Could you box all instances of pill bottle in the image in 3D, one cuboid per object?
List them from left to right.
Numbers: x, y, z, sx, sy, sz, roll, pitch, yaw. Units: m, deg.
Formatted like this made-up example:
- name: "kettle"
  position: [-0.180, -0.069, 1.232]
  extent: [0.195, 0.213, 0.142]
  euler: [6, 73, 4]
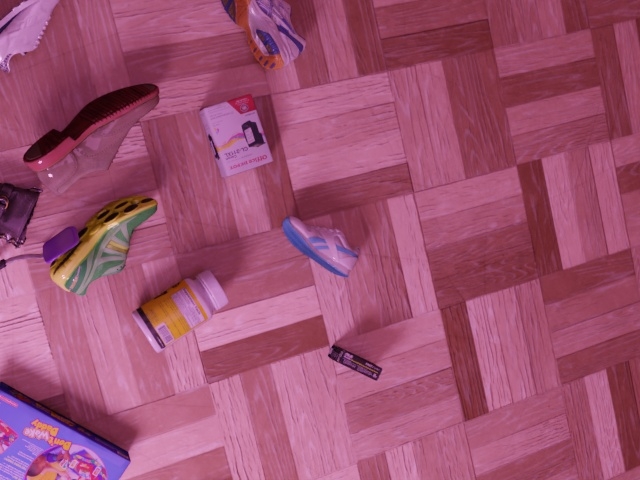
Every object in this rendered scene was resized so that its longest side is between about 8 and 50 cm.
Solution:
- name: "pill bottle"
  position: [-0.332, 0.165, 1.815]
  extent: [0.208, 0.119, 0.119]
  euler: [-33, 102, -15]

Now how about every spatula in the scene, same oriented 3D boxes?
- name: "spatula"
  position: [-0.688, 0.046, 1.720]
  extent: [0.296, 0.084, 0.030]
  euler: [-22, 132, -9]

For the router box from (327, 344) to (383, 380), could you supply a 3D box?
- name: "router box"
  position: [0.090, 0.318, 1.978]
  extent: [0.122, 0.092, 0.038]
  euler: [28, 83, -17]

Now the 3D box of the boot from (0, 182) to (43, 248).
- name: "boot"
  position: [-0.766, -0.042, 1.674]
  extent: [0.229, 0.091, 0.263]
  euler: [28, 81, -17]

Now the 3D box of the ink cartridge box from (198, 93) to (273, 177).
- name: "ink cartridge box"
  position: [-0.206, -0.255, 1.864]
  extent: [0.127, 0.072, 0.175]
  euler: [-22, 98, -17]

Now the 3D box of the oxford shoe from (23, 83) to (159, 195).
- name: "oxford shoe"
  position: [-0.509, -0.240, 1.760]
  extent: [0.348, 0.123, 0.130]
  euler: [-37, 129, -15]

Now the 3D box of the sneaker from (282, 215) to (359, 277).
- name: "sneaker"
  position: [0.000, 0.000, 1.945]
  extent: [0.228, 0.087, 0.092]
  euler: [37, 73, -23]

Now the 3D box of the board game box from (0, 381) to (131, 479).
- name: "board game box"
  position: [-0.651, 0.516, 1.742]
  extent: [0.347, 0.078, 0.233]
  euler: [36, 81, -17]

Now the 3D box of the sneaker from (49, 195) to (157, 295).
- name: "sneaker"
  position: [-0.496, 0.007, 1.776]
  extent: [0.295, 0.109, 0.123]
  euler: [-45, 130, -15]

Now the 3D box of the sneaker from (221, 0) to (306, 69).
- name: "sneaker"
  position: [-0.146, -0.571, 1.871]
  extent: [0.131, 0.112, 0.296]
  euler: [-36, 105, -32]

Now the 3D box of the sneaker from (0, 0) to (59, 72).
- name: "sneaker"
  position: [-0.658, -0.485, 1.706]
  extent: [0.235, 0.090, 0.095]
  euler: [-45, 117, -8]
